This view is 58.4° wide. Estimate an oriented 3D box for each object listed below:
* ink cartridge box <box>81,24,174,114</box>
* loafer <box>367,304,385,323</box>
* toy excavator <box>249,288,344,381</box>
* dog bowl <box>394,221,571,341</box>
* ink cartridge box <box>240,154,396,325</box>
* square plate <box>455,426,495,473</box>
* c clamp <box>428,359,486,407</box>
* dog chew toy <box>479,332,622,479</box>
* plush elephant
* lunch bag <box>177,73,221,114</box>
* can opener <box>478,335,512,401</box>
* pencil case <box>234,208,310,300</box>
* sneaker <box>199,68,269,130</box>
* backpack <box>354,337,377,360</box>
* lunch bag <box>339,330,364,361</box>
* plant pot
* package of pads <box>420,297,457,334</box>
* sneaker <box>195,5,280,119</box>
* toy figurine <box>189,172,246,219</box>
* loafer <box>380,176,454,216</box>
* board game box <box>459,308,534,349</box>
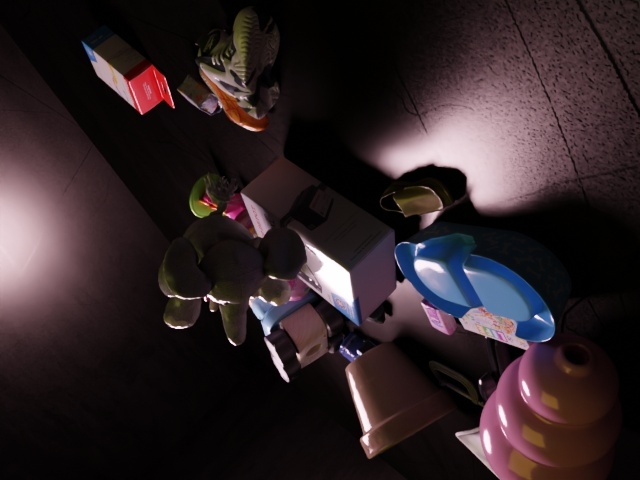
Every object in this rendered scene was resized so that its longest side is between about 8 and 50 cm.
[{"bbox_3d":[-0.482,-0.418,1.447,0.231,0.078,0.134,41,160,16],"label":"ink cartridge box"},{"bbox_3d":[0.090,0.160,1.429,0.170,0.062,0.061,34,162,36],"label":"loafer"},{"bbox_3d":[-0.130,0.224,1.863,0.445,0.222,0.433,52,163,27],"label":"toy excavator"},{"bbox_3d":[0.240,0.050,0.867,0.297,0.074,0.166,12,142,58],"label":"dog bowl"},{"bbox_3d":[0.000,0.000,1.186,0.307,0.129,0.223,36,159,29],"label":"ink cartridge box"},{"bbox_3d":[0.508,0.557,1.360,0.347,0.049,0.344,41,160,14],"label":"square plate"},{"bbox_3d":[0.327,0.350,1.364,0.161,0.022,0.137,26,153,44],"label":"c clamp"},{"bbox_3d":[0.357,0.262,0.877,0.207,0.206,0.332,33,149,34],"label":"dog chew toy"},{"bbox_3d":[-0.170,0.067,1.075,0.255,0.272,0.330,-118,25,-59],"label":"plush elephant"},{"bbox_3d":[-0.250,-0.308,1.216,0.071,0.053,0.083,42,-174,12],"label":"lunch bag"},{"bbox_3d":[0.337,0.240,1.072,0.059,0.073,0.186,39,152,45],"label":"can opener"},{"bbox_3d":[-0.119,0.033,1.535,0.124,0.124,0.284,21,149,52],"label":"pencil case"},{"bbox_3d":[-0.161,-0.278,1.075,0.175,0.064,0.067,48,151,-12],"label":"sneaker"},{"bbox_3d":[0.154,0.358,1.655,0.105,0.084,0.114,34,160,38],"label":"backpack"},{"bbox_3d":[0.093,0.317,1.718,0.065,0.067,0.098,34,157,17],"label":"lunch bag"},{"bbox_3d":[0.179,0.395,1.475,0.229,0.263,0.263,58,166,20],"label":"plant pot"},{"bbox_3d":[0.236,0.146,1.133,0.050,0.032,0.083,20,148,47],"label":"package of pads"},{"bbox_3d":[-0.148,-0.309,0.929,0.153,0.094,0.235,34,169,10],"label":"sneaker"},{"bbox_3d":[-0.247,-0.094,1.585,0.159,0.130,0.173,23,174,30],"label":"toy figurine"},{"bbox_3d":[0.145,-0.061,0.877,0.056,0.050,0.148,53,160,-18],"label":"loafer"},{"bbox_3d":[0.290,0.128,0.986,0.103,0.026,0.154,55,159,-24],"label":"board game box"}]
